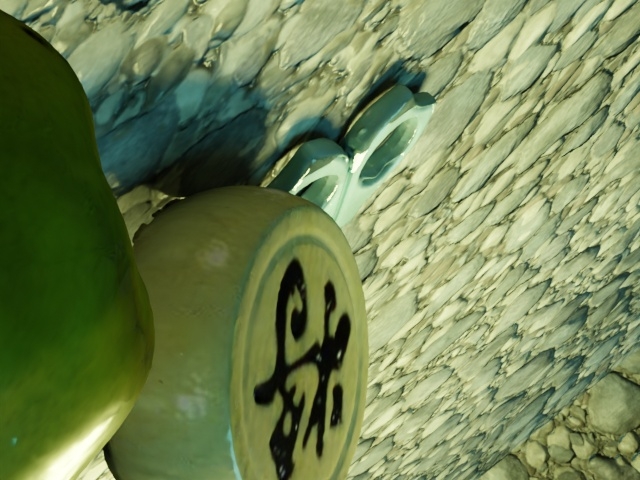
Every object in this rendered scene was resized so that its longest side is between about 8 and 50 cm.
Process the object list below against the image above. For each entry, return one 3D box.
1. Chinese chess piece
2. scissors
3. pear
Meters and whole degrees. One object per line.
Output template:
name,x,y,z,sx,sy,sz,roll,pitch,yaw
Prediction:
Chinese chess piece,-0.055,0.089,1.118,0.257,0.104,0.257,0,90,-66
scissors,0.001,0.001,1.351,0.191,0.029,0.360,-34,159,-27
pear,-0.218,0.023,0.621,0.294,0.294,0.294,-37,160,-16
